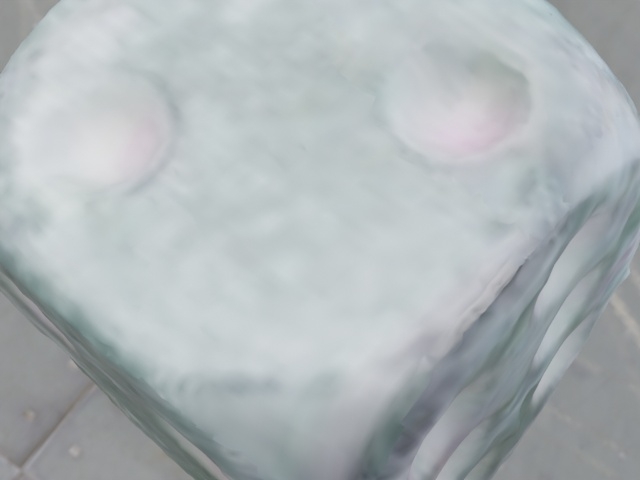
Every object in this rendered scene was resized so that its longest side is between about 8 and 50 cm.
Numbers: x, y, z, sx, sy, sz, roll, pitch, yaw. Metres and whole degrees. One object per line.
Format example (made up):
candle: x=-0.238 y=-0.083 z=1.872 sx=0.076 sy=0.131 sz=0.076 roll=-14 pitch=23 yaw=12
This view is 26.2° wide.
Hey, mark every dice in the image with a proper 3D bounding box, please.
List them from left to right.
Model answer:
dice: x=0.000 y=0.000 z=0.893 sx=0.348 sy=0.330 sz=0.328 roll=39 pitch=-13 yaw=22
